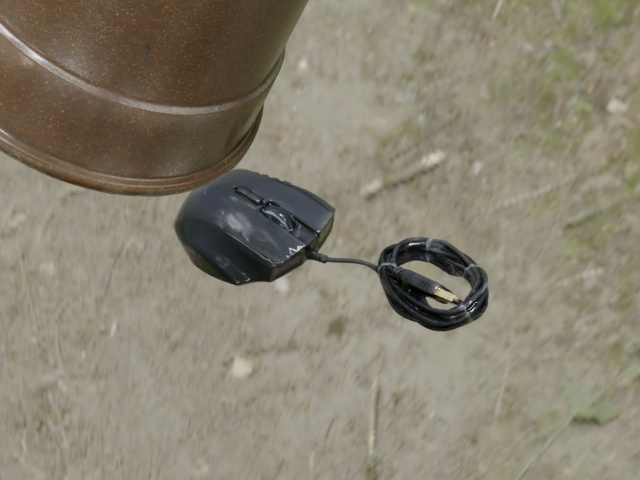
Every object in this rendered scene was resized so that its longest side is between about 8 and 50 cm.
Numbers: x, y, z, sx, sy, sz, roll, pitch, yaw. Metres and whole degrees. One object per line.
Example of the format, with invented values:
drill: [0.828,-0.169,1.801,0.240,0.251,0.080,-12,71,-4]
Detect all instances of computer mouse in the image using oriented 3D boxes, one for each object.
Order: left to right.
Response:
computer mouse: [0.000,0.000,1.000,0.242,0.041,0.071,15,46,44]

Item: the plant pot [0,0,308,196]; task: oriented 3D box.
plant pot: [-0.061,-0.131,0.689,0.167,0.165,0.167,20,44,-20]
